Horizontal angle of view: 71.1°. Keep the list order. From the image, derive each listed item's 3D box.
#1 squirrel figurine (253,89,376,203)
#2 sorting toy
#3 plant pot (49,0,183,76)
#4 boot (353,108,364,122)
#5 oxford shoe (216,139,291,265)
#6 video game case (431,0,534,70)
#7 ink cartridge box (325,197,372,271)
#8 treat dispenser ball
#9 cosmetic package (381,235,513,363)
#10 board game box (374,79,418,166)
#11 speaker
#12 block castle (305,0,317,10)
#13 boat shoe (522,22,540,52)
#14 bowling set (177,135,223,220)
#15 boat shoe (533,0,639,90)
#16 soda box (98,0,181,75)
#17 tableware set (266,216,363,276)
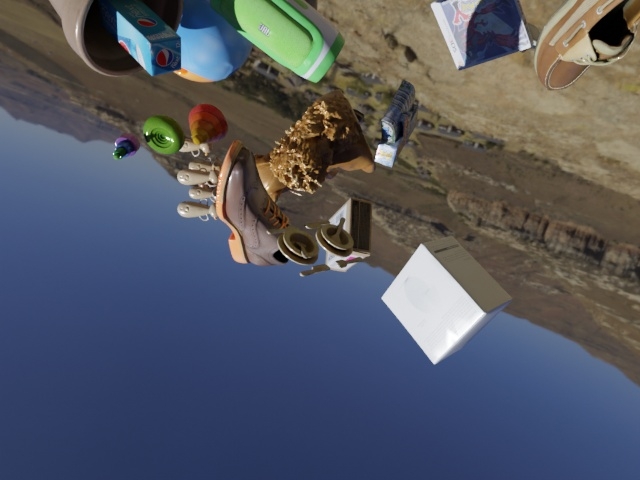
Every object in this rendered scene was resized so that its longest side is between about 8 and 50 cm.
[{"bbox_3d":[-0.052,-0.267,1.353,0.370,0.281,0.397,-25,-177,8],"label":"squirrel figurine"},{"bbox_3d":[-0.459,-0.295,1.324,0.365,0.127,0.126,-10,-143,13],"label":"sorting toy"},{"bbox_3d":[-0.467,-0.524,0.947,0.229,0.263,0.263,41,-172,8],"label":"plant pot"},{"bbox_3d":[0.069,-0.370,1.560,0.076,0.137,0.198,28,165,-22],"label":"boot"},{"bbox_3d":[-0.123,-0.062,0.923,0.132,0.130,0.364,14,151,8],"label":"oxford shoe"},{"bbox_3d":[0.382,-0.518,1.069,0.201,0.023,0.183,2,132,53],"label":"video game case"},{"bbox_3d":[0.096,-0.015,1.570,0.088,0.193,0.234,11,158,-16],"label":"ink cartridge box"},{"bbox_3d":[-0.324,-0.581,1.214,0.288,0.288,0.288,19,-176,-2],"label":"treat dispenser ball"},{"bbox_3d":[0.316,0.150,1.149,0.138,0.224,0.225,-11,-127,-39],"label":"cosmetic package"},{"bbox_3d":[0.224,-0.326,1.313,0.060,0.194,0.194,23,166,15],"label":"board game box"},{"bbox_3d":[-0.097,-0.463,0.925,0.296,0.131,0.131,32,180,-18],"label":"speaker"},{"bbox_3d":[-0.232,-0.846,1.449,0.453,0.213,0.303,35,-128,30],"label":"block castle"},{"bbox_3d":[0.581,-0.636,1.376,0.254,0.095,0.079,-6,165,-36],"label":"boat shoe"},{"bbox_3d":[-0.392,-0.221,1.572,0.154,0.287,0.200,2,-170,12],"label":"bowling set"},{"bbox_3d":[0.474,-0.364,0.776,0.122,0.120,0.324,-11,160,2],"label":"boat shoe"},{"bbox_3d":[-0.362,-0.418,0.894,0.067,0.071,0.210,-28,-117,-33],"label":"soda box"},{"bbox_3d":[0.000,0.000,0.892,0.194,0.039,0.128,-11,-128,-48],"label":"tableware set"}]
